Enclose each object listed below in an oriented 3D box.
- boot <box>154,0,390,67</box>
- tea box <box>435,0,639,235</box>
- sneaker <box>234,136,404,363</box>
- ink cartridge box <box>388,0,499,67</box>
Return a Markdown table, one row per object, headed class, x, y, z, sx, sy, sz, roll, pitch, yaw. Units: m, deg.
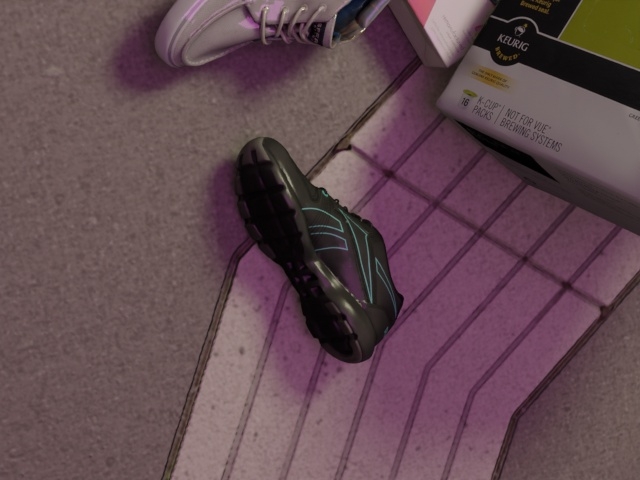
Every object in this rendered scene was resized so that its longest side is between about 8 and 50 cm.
| class | x | y | z | sx | sy | sz | roll | pitch | yaw |
| --- | --- | --- | --- | --- | --- | --- | --- | --- | --- |
| boot | -0.035 | -0.234 | 1.200 | 0.258 | 0.095 | 0.123 | -39 | 66 | -9 |
| tea box | 0.358 | -0.174 | 1.197 | 0.220 | 0.329 | 0.323 | 30 | 93 | -46 |
| sneaker | 0.000 | 0.000 | 1.285 | 0.106 | 0.101 | 0.267 | -37 | 107 | -32 |
| ink cartridge box | 0.175 | -0.290 | 1.296 | 0.198 | 0.067 | 0.115 | -37 | 107 | -10 |
